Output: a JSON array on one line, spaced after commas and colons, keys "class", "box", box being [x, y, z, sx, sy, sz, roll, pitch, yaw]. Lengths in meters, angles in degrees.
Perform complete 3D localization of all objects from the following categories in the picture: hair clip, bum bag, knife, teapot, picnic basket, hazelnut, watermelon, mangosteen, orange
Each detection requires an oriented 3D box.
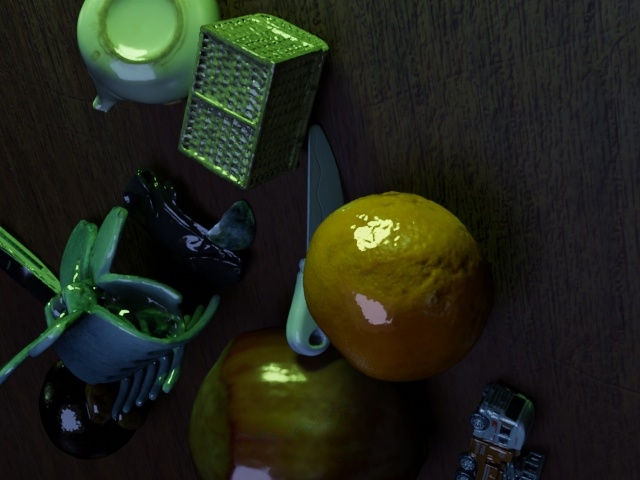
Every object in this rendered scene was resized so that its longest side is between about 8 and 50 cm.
[{"class": "hair clip", "box": [-0.352, 0.142, 1.655, 0.238, 0.392, 0.318, 35, 144, -18]}, {"class": "bum bag", "box": [-0.231, -0.012, 1.643, 0.248, 0.060, 0.123, 44, 141, 8]}, {"class": "knife", "box": [0.002, 0.001, 1.430, 0.044, 0.080, 0.331, 2, 85, 56]}, {"class": "teapot", "box": [-0.253, -0.347, 1.417, 0.220, 0.149, 0.318, -10, 85, 6]}, {"class": "picnic basket", "box": [-0.086, -0.196, 1.370, 0.134, 0.154, 0.196, 29, 124, 22]}, {"class": "hazelnut", "box": [-0.028, 0.313, 1.531, 0.366, 0.366, 0.366, 17, 124, 27]}, {"class": "watermelon", "box": [-0.141, -0.029, 1.591, 0.061, 0.085, 0.085, 30, 137, 58]}, {"class": "mangosteen", "box": [-0.406, 0.300, 1.864, 0.250, 0.211, 0.211, -17, 105, 25]}, {"class": "orange", "box": [0.102, 0.062, 1.321, 0.261, 0.261, 0.261, 17, 124, 27]}]

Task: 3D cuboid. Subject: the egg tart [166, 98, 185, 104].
[{"class": "egg tart", "box": [-0.256, -0.262, 1.527, 0.129, 0.049, 0.129, 19, 126, 27]}]

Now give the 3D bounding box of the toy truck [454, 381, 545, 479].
[{"class": "toy truck", "box": [0.272, 0.305, 1.457, 0.115, 0.080, 0.178, 19, 126, 20]}]

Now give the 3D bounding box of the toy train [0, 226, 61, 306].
[{"class": "toy train", "box": [-0.559, 0.067, 1.937, 0.252, 0.048, 0.055, 40, 127, 2]}]
